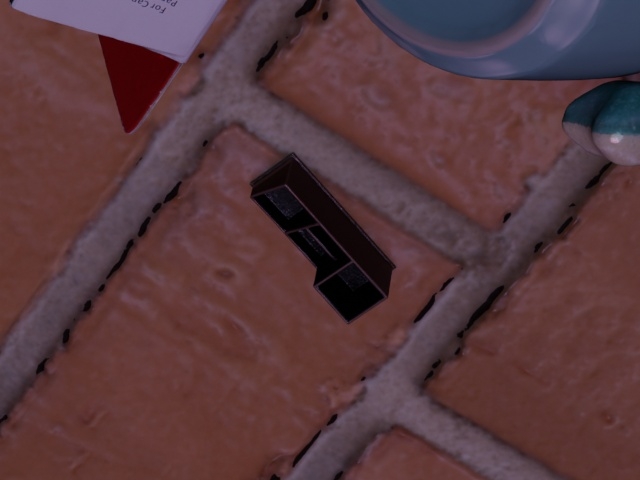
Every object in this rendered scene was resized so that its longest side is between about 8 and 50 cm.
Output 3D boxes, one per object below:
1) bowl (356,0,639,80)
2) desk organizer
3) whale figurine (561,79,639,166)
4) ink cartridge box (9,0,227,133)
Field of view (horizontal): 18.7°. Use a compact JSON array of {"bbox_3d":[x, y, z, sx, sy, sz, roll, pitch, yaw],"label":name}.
[{"bbox_3d":[0.120,-0.227,1.258,0.311,0.163,0.311,19,124,30],"label":"bowl"},{"bbox_3d":[0.000,0.000,1.536,0.047,0.050,0.130,-35,110,22],"label":"desk organizer"},{"bbox_3d":[0.312,-0.101,1.362,0.272,0.216,0.141,2,100,-8],"label":"whale figurine"},{"bbox_3d":[-0.136,-0.270,1.242,0.130,0.309,0.272,16,125,-31],"label":"ink cartridge box"}]
